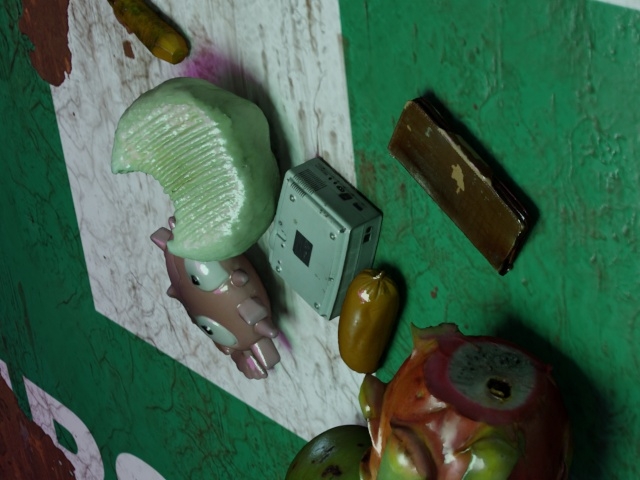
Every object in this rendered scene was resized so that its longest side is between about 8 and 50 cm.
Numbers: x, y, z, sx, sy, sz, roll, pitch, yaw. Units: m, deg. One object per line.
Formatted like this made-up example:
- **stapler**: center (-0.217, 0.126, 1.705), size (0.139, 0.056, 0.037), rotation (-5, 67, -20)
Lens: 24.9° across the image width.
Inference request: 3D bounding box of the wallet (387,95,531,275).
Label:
- **wallet**: center (0.135, -0.056, 1.401), size (0.176, 0.026, 0.095), rotation (50, 151, 21)

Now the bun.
- **bun**: center (-0.134, -0.085, 1.657), size (0.204, 0.126, 0.212), rotation (-5, 102, 31)

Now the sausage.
- **sausage**: center (0.049, 0.093, 1.600), size (0.062, 0.054, 0.183), rotation (48, 147, 25)

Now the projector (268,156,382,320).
- **projector**: center (0.000, 0.000, 1.599), size (0.115, 0.061, 0.147), rotation (45, 142, 29)

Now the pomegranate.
- **pomegranate**: center (0.020, 0.311, 1.666), size (0.179, 0.211, 0.179), rotation (60, -172, -15)

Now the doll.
- **doll**: center (-0.123, 0.068, 1.781), size (0.211, 0.093, 0.262), rotation (29, 147, 43)

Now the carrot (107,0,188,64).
- **carrot**: center (-0.218, -0.271, 1.735), size (0.170, 0.042, 0.042), rotation (48, 144, 26)

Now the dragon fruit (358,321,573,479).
- **dragon fruit**: center (0.137, 0.204, 1.412), size (0.224, 0.224, 0.227), rotation (35, 131, 37)
